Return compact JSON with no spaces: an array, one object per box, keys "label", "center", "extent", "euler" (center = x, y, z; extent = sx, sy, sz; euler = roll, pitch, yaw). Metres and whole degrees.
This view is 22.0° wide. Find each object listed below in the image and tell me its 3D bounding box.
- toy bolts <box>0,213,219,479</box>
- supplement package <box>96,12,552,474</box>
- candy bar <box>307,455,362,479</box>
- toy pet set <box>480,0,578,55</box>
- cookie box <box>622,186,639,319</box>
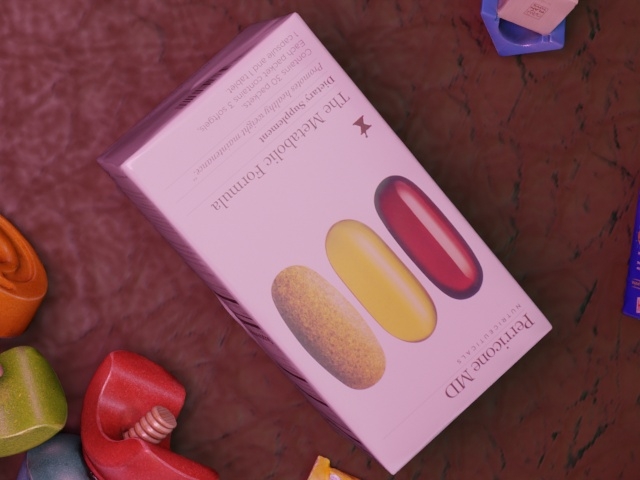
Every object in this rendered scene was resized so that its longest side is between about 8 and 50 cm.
[{"label":"toy bolts","center":[-0.200,0.110,0.971],"extent":[0.158,0.218,0.228],"euler":[-44,128,16]},{"label":"supplement package","center":[0.000,0.000,1.002],"extent":[0.139,0.134,0.244],"euler":[-43,103,-7]},{"label":"candy bar","center":[0.059,0.190,1.091],"extent":[0.161,0.018,0.040],"euler":[25,88,-14]},{"label":"toy pet set","center":[0.144,-0.178,1.075],"extent":[0.122,0.065,0.114],"euler":[19,55,-17]},{"label":"cookie box","center":[0.238,0.003,1.083],"extent":[0.040,0.092,0.107],"euler":[8,93,-11]}]
